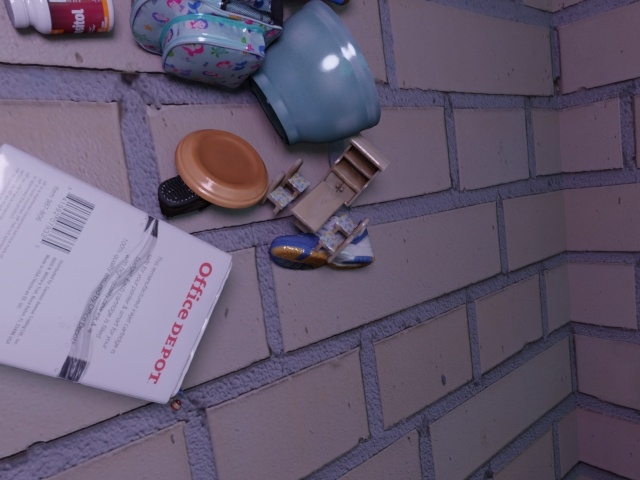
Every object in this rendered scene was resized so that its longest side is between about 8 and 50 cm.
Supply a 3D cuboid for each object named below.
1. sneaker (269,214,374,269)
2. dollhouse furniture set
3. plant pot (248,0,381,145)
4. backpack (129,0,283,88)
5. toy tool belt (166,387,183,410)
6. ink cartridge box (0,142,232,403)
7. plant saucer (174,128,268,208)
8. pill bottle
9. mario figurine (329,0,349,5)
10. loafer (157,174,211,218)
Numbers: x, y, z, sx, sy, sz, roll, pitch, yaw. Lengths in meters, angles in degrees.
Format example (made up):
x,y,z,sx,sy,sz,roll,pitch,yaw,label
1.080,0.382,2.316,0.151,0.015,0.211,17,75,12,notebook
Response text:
x,y,z,sx,sy,sz,roll,pitch,yaw,label
0.000,0.000,1.110,0.297,0.112,0.130,5,70,-38,sneaker
0.032,-0.116,1.027,0.212,0.161,0.242,42,46,0,dollhouse furniture set
-0.032,-0.329,0.977,0.196,0.293,0.292,-33,112,-4,plant pot
-0.222,-0.410,0.844,0.254,0.225,0.190,10,80,-33,backpack
-0.299,0.300,0.905,0.051,0.052,0.083,-48,118,-17,toy tool belt
-0.393,0.072,0.756,0.395,0.166,0.285,31,73,-32,ink cartridge box
-0.194,-0.156,0.923,0.200,0.037,0.199,20,48,-23,plant saucer
-0.440,-0.397,0.762,0.152,0.086,0.085,-21,103,-34,pill bottle
-0.054,-0.609,0.990,0.321,0.198,0.169,-22,117,-39,mario figurine
-0.245,-0.106,0.933,0.220,0.078,0.080,-25,74,-45,loafer
